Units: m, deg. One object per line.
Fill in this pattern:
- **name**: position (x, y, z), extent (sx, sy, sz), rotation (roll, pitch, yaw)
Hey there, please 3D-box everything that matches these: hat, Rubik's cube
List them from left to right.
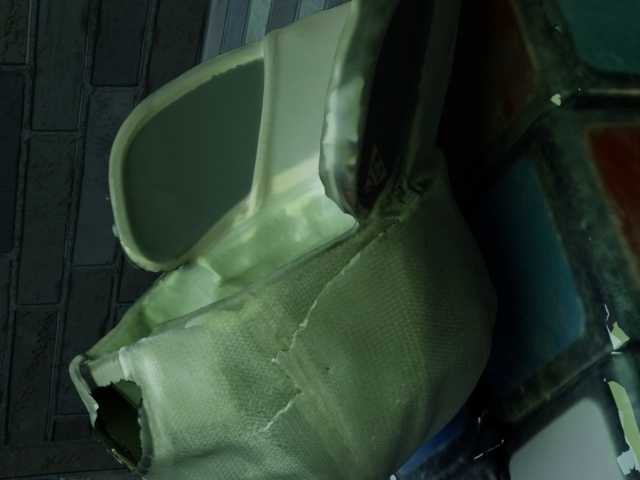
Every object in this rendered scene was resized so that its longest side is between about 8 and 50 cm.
- **hat**: position (0.000, -0.009, 0.568), extent (0.232, 0.161, 0.275), rotation (-12, 55, 53)
- **Rubik's cube**: position (0.202, 0.063, 0.708), extent (0.362, 0.363, 0.358), rotation (-50, 50, 55)
